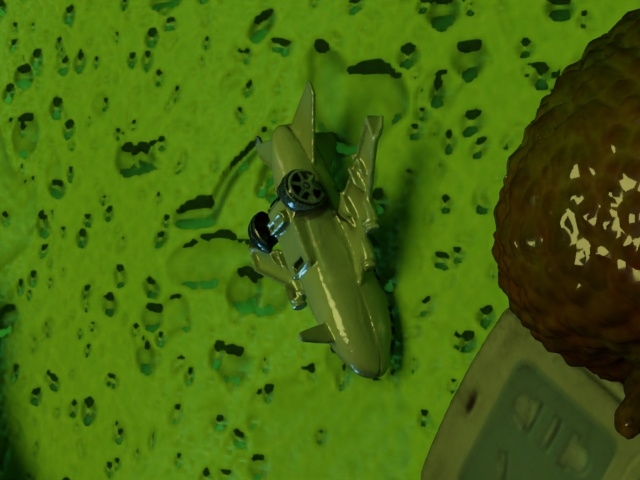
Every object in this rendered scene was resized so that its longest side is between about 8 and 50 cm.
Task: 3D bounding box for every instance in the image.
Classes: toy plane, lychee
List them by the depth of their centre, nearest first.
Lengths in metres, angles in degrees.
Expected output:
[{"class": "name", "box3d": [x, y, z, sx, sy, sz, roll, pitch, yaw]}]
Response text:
[{"class": "lychee", "box3d": [0.106, -0.004, 0.544, 0.114, 0.114, 0.146, -8, 56, 45]}, {"class": "toy plane", "box3d": [0.000, 0.000, 0.710, 0.102, 0.040, 0.111, -51, 47, 53]}]

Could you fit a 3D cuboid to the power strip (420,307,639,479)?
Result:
[{"class": "power strip", "box3d": [0.124, 0.110, 0.554, 0.272, 0.052, 0.078, 43, 116, 41]}]
